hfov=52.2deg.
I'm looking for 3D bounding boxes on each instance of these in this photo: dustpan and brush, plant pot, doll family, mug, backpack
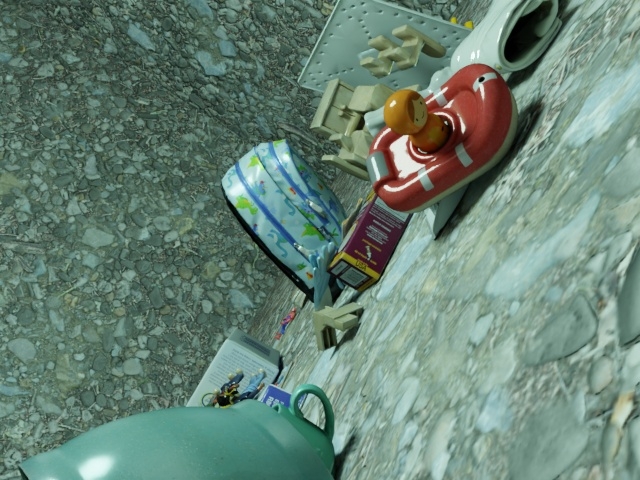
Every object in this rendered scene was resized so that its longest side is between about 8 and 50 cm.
[{"bbox_3d":[0.199,-0.117,0.984,0.211,0.060,0.147,-57,5,15],"label":"dustpan and brush"},{"bbox_3d":[-0.094,0.261,0.564,0.196,0.293,0.293,-31,-11,-31],"label":"plant pot"},{"bbox_3d":[-0.182,0.321,1.297,0.193,0.076,0.111,-50,0,27],"label":"doll family"},{"bbox_3d":[-0.035,0.265,0.770,0.157,0.097,0.129,-55,5,27],"label":"mug"},{"bbox_3d":[-0.066,-0.059,1.521,0.273,0.355,0.290,-53,9,17],"label":"backpack"}]

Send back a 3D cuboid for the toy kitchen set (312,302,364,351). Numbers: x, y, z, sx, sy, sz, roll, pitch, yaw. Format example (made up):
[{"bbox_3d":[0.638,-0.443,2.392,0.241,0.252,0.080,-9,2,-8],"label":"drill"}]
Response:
[{"bbox_3d":[0.042,0.154,1.133,0.068,0.075,0.083,-19,19,-34],"label":"toy kitchen set"}]

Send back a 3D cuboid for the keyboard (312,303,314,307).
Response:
[{"bbox_3d":[0.047,0.061,1.683,0.256,0.014,0.072,-57,5,17],"label":"keyboard"}]

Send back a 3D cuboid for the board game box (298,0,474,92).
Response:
[{"bbox_3d":[0.177,-0.529,1.862,0.390,0.390,0.050,130,147,-59],"label":"board game box"}]

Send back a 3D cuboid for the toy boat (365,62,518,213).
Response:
[{"bbox_3d":[0.144,-0.151,0.884,0.231,0.151,0.151,-34,49,26],"label":"toy boat"}]

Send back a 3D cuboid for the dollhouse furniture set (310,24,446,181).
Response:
[{"bbox_3d":[0.178,-0.335,1.803,0.394,0.256,0.362,13,81,66],"label":"dollhouse furniture set"}]

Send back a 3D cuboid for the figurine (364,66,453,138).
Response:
[{"bbox_3d":[0.191,-0.212,1.158,0.209,0.092,0.215,-32,35,23],"label":"figurine"}]

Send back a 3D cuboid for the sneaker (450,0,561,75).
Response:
[{"bbox_3d":[0.341,-0.374,1.033,0.292,0.108,0.169,-57,17,-4],"label":"sneaker"}]

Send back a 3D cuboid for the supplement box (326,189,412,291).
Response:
[{"bbox_3d":[0.098,-0.010,1.223,0.188,0.081,0.104,-60,5,-23],"label":"supplement box"}]

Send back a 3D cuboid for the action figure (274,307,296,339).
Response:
[{"bbox_3d":[-0.105,0.248,1.977,0.115,0.030,0.038,-54,1,21],"label":"action figure"}]

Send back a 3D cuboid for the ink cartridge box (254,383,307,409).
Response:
[{"bbox_3d":[-0.163,0.432,1.204,0.324,0.071,0.330,-61,4,-36],"label":"ink cartridge box"}]

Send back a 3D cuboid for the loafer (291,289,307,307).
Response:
[{"bbox_3d":[-0.035,0.141,1.918,0.125,0.039,0.045,-56,-28,-5],"label":"loafer"}]

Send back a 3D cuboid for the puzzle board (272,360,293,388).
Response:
[{"bbox_3d":[-0.109,0.345,1.515,0.128,0.011,0.096,-53,7,42],"label":"puzzle board"}]

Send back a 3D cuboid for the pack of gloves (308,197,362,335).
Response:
[{"bbox_3d":[0.019,0.049,1.323,0.195,0.046,0.232,-56,-21,-37],"label":"pack of gloves"}]

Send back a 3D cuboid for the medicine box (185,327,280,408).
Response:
[{"bbox_3d":[-0.233,0.386,1.626,0.289,0.149,0.263,-60,2,-3],"label":"medicine box"}]
